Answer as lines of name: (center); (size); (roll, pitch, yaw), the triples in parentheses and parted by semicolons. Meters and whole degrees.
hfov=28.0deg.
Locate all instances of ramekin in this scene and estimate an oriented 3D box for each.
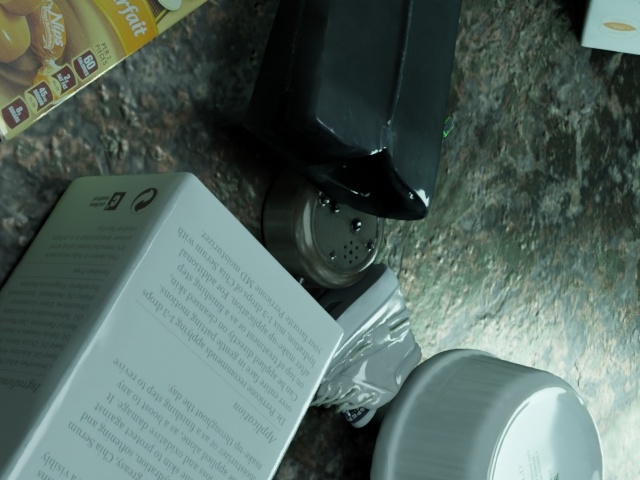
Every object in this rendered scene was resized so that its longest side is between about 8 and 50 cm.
ramekin: (0.187, 0.249, 1.343); (0.273, 0.127, 0.273); (0, 90, -46)

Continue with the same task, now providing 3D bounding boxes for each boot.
boot: (0.124, -0.224, 1.288); (0.367, 0.146, 0.445); (25, 60, -30)
boot: (0.014, 0.135, 1.252); (0.258, 0.095, 0.123); (-38, 110, -40)

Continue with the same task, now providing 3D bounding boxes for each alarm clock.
alarm clock: (0.000, 0.000, 1.267); (0.129, 0.064, 0.192); (42, 65, -38)

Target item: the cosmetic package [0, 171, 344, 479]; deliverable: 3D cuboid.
cosmetic package: (-0.187, 0.191, 1.000); (0.230, 0.161, 0.453); (48, 58, -35)

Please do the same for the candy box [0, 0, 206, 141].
candy box: (-0.205, -0.233, 1.033); (0.316, 0.087, 0.183); (-44, 120, -36)

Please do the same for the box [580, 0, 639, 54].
box: (0.431, -0.346, 1.482); (0.345, 0.215, 0.168); (65, 36, -77)

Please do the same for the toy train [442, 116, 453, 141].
toy train: (0.120, -0.106, 1.412); (0.083, 0.024, 0.017); (-53, 125, -32)
